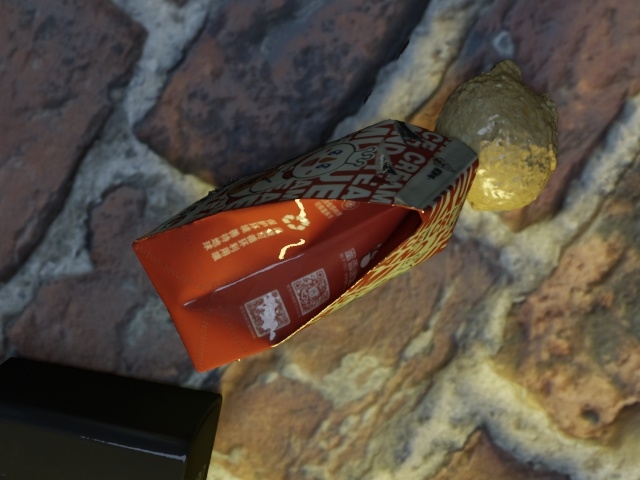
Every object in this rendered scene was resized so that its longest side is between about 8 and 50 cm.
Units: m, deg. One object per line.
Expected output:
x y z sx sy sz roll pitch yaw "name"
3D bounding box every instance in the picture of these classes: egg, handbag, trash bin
0.165 -0.094 1.179 0.118 0.116 0.140 -28 118 -32 "egg"
0.000 0.000 1.135 0.298 0.171 0.151 -18 101 34 "handbag"
-0.230 0.203 1.247 0.225 0.165 0.115 12 103 4 "trash bin"
